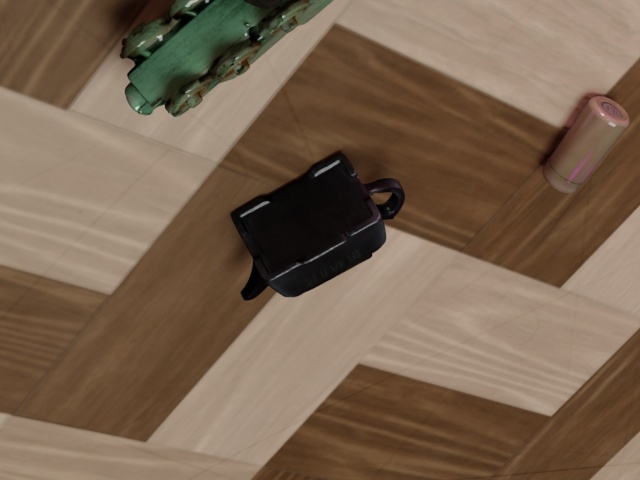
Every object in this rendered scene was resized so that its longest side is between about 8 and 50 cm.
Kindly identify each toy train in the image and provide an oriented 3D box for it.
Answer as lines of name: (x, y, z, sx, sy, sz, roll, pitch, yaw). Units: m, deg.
toy train: (-0.068, -0.167, 1.346, 0.194, 0.081, 0.125, -37, 176, 27)

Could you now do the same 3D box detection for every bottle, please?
bottle: (0.254, -0.092, 1.671, 0.045, 0.045, 0.096, 6, 132, -36)

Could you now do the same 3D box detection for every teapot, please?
teapot: (0.000, 0.000, 1.583, 0.177, 0.087, 0.096, -30, 146, 1)

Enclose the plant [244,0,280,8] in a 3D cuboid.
plant: (-0.085, -0.283, 1.122, 0.274, 0.149, 0.146, 48, 68, -13)
